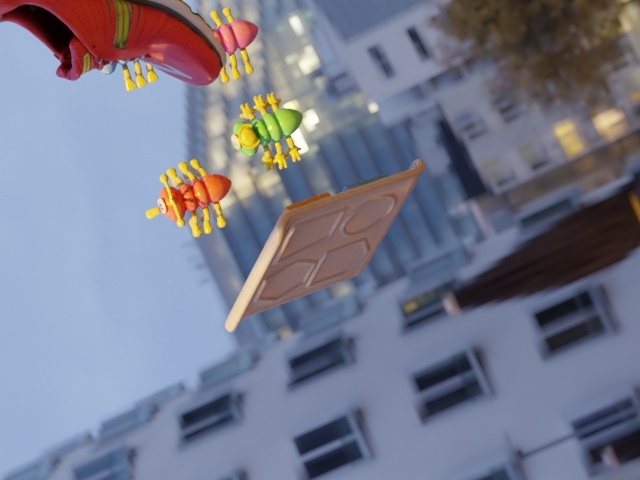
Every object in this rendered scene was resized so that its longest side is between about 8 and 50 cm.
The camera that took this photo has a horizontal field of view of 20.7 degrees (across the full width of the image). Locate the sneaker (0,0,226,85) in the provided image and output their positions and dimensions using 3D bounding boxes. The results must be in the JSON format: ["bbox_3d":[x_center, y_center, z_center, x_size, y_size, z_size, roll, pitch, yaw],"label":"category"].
[{"bbox_3d":[-0.230,-0.211,1.820,0.279,0.107,0.118,23,-115,-26],"label":"sneaker"}]

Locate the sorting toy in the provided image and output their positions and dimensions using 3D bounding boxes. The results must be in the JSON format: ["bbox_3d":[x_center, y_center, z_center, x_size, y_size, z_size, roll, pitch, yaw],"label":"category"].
[{"bbox_3d":[0.000,0.000,1.827,0.208,0.193,0.038,-25,-113,-35],"label":"sorting toy"}]

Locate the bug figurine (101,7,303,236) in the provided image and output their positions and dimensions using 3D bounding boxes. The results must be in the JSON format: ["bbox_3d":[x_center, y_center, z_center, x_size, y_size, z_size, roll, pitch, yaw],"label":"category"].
[{"bbox_3d":[-0.145,-0.157,2.050,0.279,0.216,0.072,64,168,2],"label":"bug figurine"}]
